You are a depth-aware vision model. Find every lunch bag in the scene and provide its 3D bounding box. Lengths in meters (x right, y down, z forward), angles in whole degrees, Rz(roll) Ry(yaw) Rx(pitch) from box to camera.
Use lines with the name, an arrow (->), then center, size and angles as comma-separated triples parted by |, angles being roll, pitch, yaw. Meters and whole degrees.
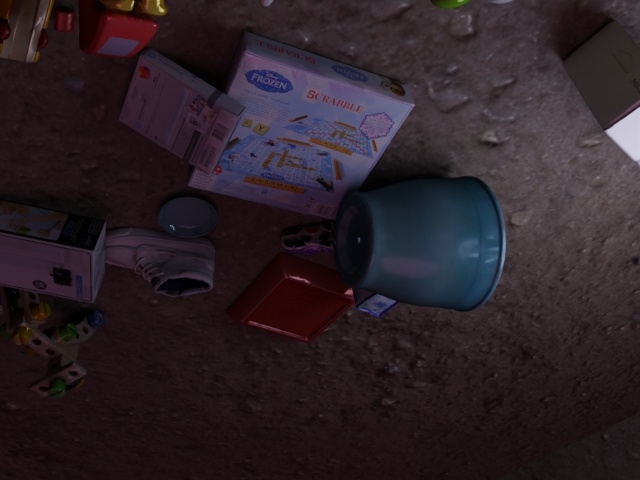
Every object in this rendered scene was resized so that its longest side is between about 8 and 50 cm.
lunch bag -> 0.144, 0.075, 1.595 | 0.096, 0.129, 0.151 | 21, 130, -36

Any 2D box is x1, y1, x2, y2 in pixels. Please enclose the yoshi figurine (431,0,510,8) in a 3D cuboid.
yoshi figurine -> 0.300, -0.444, 1.037 | 0.362, 0.204, 0.203 | -20, 180, -7

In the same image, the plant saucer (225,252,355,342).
plant saucer -> -0.055, 0.155, 1.717 | 0.258, 0.048, 0.259 | 21, 131, -30

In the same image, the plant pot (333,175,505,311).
plant pot -> 0.172, 0.004, 1.385 | 0.255, 0.272, 0.272 | 1, 139, -22

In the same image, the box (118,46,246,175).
box -> -0.237, -0.214, 1.211 | 0.186, 0.038, 0.145 | 30, 131, -4

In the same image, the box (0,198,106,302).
box -> -0.575, 0.016, 1.396 | 0.289, 0.087, 0.169 | 13, 136, -7

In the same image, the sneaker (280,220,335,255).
sneaker -> 0.000, 0.000, 1.550 | 0.169, 0.068, 0.071 | -2, 155, 5

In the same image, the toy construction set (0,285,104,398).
toy construction set -> -0.631, 0.217, 1.543 | 0.308, 0.237, 0.257 | -7, 139, -1

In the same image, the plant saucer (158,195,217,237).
plant saucer -> -0.270, -0.053, 1.460 | 0.119, 0.021, 0.119 | -5, 140, -4

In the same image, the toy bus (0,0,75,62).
toy bus -> -0.444, -0.356, 1.014 | 0.104, 0.202, 0.191 | 22, 147, 11

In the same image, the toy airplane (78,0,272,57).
toy airplane -> -0.194, -0.414, 0.863 | 0.386, 0.272, 0.384 | -28, 147, -1

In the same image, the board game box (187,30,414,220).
board game box -> -0.045, -0.190, 1.306 | 0.318, 0.066, 0.318 | 13, 135, -23

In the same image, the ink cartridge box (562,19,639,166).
ink cartridge box -> 0.576, -0.225, 1.266 | 0.283, 0.207, 0.117 | 29, 125, -35

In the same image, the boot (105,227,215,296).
boot -> -0.347, 0.050, 1.486 | 0.258, 0.123, 0.095 | 1, 138, -11
